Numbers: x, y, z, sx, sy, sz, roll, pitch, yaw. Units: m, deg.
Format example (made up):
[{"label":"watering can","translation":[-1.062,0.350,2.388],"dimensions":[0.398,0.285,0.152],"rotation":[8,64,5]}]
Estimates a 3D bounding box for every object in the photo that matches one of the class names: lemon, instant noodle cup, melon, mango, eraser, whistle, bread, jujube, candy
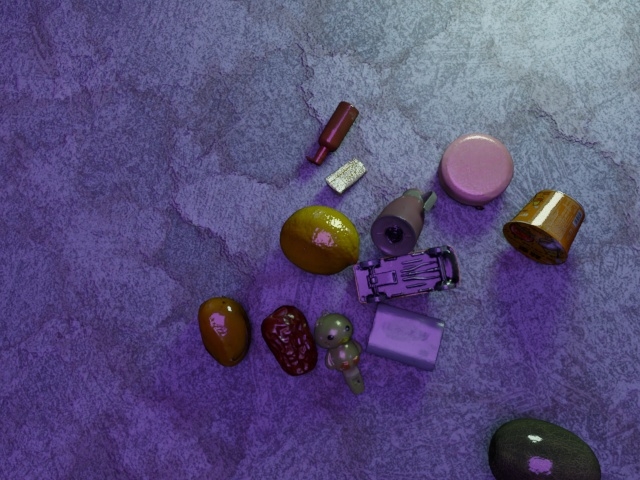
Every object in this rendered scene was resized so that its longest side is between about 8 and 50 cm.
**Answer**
[{"label":"lemon","translation":[-0.004,-0.002,1.598],"dimensions":[0.263,0.236,0.235],"rotation":[7,81,-1]},{"label":"instant noodle cup","translation":[0.726,-0.049,1.563],"dimensions":[0.216,0.216,0.172],"rotation":[37,77,10]},{"label":"melon","translation":[0.654,0.655,1.429],"dimensions":[0.302,0.237,0.237],"rotation":[13,82,5]},{"label":"mango","translation":[-0.317,0.302,1.624],"dimensions":[0.166,0.136,0.236],"rotation":[-11,85,0]},{"label":"eraser","translation":[0.276,0.313,1.598],"dimensions":[0.227,0.081,0.174],"rotation":[15,82,8]},{"label":"whistle","translation":[0.075,0.358,1.580],"dimensions":[0.141,0.141,0.294],"rotation":[-29,81,0]},{"label":"bread","translation":[0.091,-0.228,1.690],"dimensions":[0.152,0.105,0.077],"rotation":[-44,87,-2]},{"label":"jujube","translation":[-0.099,0.329,1.597],"dimensions":[0.155,0.155,0.230],"rotation":[-24,89,1]},{"label":"candy","translation":[0.528,-0.234,1.659],"dimensions":[0.255,0.094,0.255],"rotation":[-1,80,4]}]

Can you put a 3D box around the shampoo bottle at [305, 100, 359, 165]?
[{"label":"shampoo bottle","translation":[0.043,-0.376,1.731],"dimensions":[0.085,0.085,0.244],"rotation":[33,86,9]}]

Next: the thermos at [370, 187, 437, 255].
[{"label":"thermos","translation":[0.284,-0.082,1.573],"dimensions":[0.176,0.265,0.146],"rotation":[-24,107,39]}]

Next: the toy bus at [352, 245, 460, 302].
[{"label":"toy bus","translation":[0.280,0.112,1.595],"dimensions":[0.330,0.152,0.144],"rotation":[-11,85,5]}]
